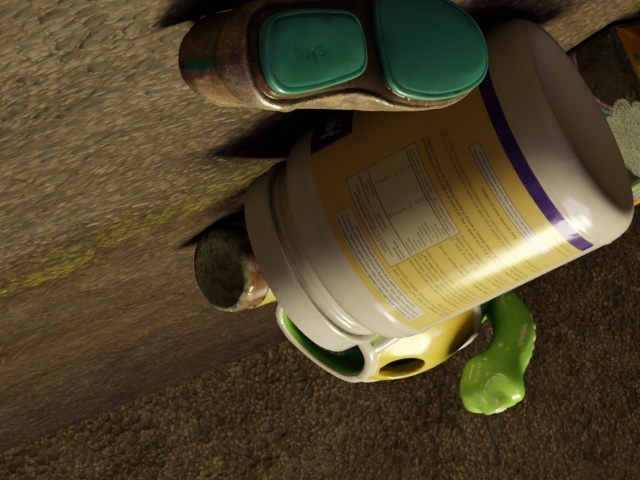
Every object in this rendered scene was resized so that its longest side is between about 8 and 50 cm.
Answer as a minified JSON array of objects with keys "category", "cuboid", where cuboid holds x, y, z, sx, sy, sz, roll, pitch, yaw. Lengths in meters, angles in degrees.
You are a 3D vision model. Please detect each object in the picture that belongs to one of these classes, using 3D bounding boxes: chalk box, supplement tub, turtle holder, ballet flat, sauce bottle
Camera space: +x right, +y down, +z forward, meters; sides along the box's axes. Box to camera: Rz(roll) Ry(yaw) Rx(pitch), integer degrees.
[{"category":"chalk box","cuboid":[0.332,-0.126,1.958,0.179,0.180,0.289,-16,169,-43]},{"category":"supplement tub","cuboid":[0.116,-0.047,1.628,0.331,0.241,0.241,-27,171,22]},{"category":"turtle holder","cuboid":[0.089,0.066,1.893,0.227,0.320,0.243,-47,-166,-32]},{"category":"ballet flat","cuboid":[0.008,-0.148,1.263,0.106,0.107,0.316,-5,179,38]},{"category":"sauce bottle","cuboid":[0.000,0.000,2.067,0.344,0.111,0.111,-19,170,-42]}]
